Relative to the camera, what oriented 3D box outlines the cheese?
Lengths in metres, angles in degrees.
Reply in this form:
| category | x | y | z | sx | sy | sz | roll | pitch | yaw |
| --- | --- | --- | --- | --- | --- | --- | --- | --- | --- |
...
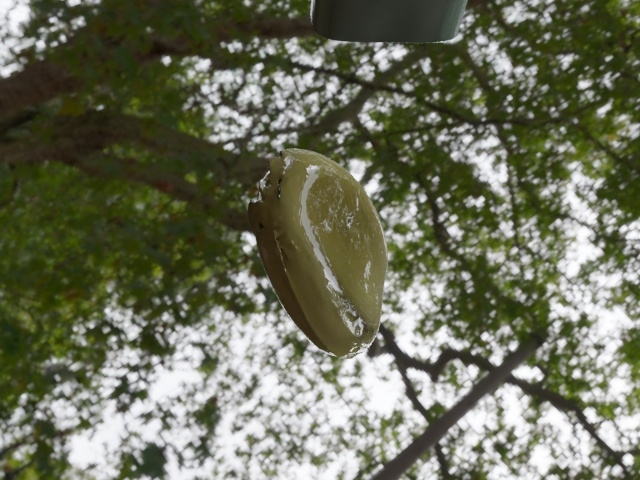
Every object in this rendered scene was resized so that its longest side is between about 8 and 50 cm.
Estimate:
| category | x | y | z | sx | sy | sz | roll | pitch | yaw |
| --- | --- | --- | --- | --- | --- | --- | --- | --- | --- |
| cheese | 0.000 | 0.000 | 1.359 | 0.128 | 0.259 | 0.316 | -16 | -47 | 25 |

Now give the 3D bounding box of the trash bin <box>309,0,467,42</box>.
| category | x | y | z | sx | sy | sz | roll | pitch | yaw |
| --- | --- | --- | --- | --- | --- | --- | --- | --- | --- |
| trash bin | 0.055 | -0.207 | 0.656 | 0.130 | 0.116 | 0.059 | 99 | -12 | -49 |
